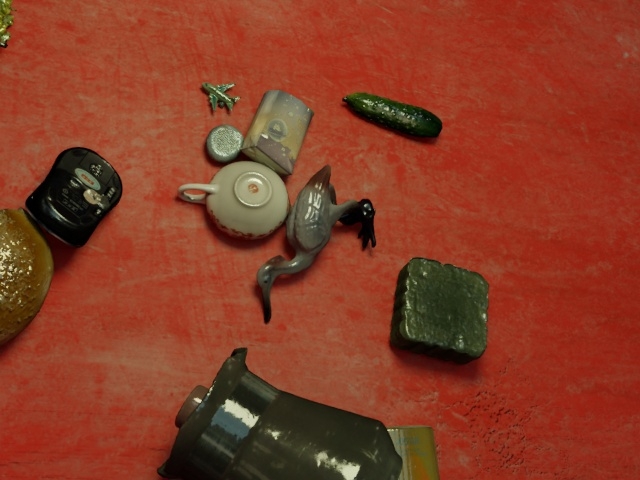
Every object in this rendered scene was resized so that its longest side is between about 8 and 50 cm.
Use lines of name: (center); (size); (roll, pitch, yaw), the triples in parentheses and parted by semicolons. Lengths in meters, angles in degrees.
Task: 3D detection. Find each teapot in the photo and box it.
teapot: (-0.153, -0.081, 1.823); (0.245, 0.116, 0.159); (13, 78, -7)
teapot: (-0.094, 0.401, 1.578); (0.361, 0.305, 0.376); (33, 93, 6)

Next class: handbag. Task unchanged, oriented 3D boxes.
handbag: (-0.085, -0.223, 1.897); (0.117, 0.095, 0.173); (40, 60, -36)

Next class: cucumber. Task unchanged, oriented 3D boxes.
cucumber: (0.154, -0.271, 2.007); (0.227, 0.069, 0.069); (17, 66, -9)

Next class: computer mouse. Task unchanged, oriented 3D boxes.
computer mouse: (-0.449, -0.074, 1.700); (0.137, 0.096, 0.233); (38, 34, -10)

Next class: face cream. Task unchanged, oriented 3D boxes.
face cream: (0.159, 0.486, 1.720); (0.139, 0.067, 0.285); (0, 70, -15)

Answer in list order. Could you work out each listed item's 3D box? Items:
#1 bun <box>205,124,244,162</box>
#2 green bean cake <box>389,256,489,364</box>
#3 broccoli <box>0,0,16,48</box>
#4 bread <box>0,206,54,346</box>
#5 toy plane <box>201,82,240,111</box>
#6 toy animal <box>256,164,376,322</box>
bun: (-0.192, -0.192, 1.875); (0.083, 0.045, 0.083); (5, 71, -14)
green bean cake: (0.236, 0.139, 1.862); (0.183, 0.094, 0.185); (14, 66, -12)
broccoli: (-0.691, -0.470, 1.743); (0.242, 0.180, 0.273); (4, 69, -16)
bread: (-0.580, 0.089, 1.575); (0.314, 0.171, 0.192); (-32, 79, -25)
toy plane: (-0.206, -0.296, 1.918); (0.083, 0.033, 0.080); (30, 65, 2)
toy animal: (-0.020, -0.011, 1.815); (0.324, 0.090, 0.195); (-36, 110, -25)
